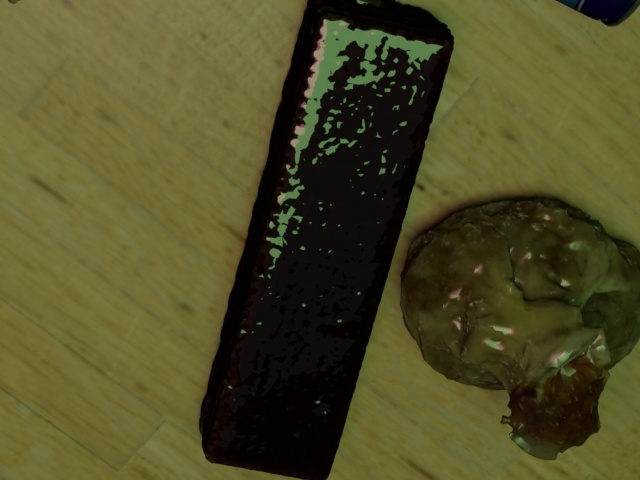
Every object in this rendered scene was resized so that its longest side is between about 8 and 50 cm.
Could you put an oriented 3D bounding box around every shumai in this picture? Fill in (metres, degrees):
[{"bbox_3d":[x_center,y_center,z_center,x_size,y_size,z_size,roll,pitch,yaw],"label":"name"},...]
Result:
[{"bbox_3d":[0.169,0.065,1.374,0.210,0.153,0.161,18,115,-15],"label":"shumai"}]

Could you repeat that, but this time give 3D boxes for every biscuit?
[{"bbox_3d":[0.000,0.000,1.369,0.107,0.073,0.388,12,108,-11],"label":"biscuit"}]

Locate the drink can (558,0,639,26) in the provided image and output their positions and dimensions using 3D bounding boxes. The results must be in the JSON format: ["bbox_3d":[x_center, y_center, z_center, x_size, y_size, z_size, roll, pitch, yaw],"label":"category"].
[{"bbox_3d":[0.129,-0.244,1.278,0.235,0.097,0.097,25,106,-15],"label":"drink can"}]

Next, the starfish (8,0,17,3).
[{"bbox_3d":[-0.327,-0.237,1.260,0.138,0.050,0.247,-36,107,10],"label":"starfish"}]
